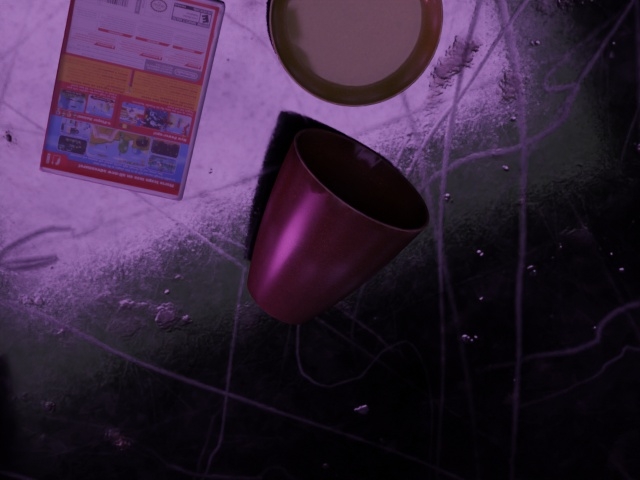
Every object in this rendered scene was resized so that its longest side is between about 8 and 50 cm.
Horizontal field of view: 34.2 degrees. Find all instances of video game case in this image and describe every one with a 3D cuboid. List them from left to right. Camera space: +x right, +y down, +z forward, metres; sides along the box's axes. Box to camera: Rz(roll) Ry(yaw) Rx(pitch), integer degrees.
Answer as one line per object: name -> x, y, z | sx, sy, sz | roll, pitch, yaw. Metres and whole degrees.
video game case -> -0.261, -0.212, 1.436 | 0.204, 0.025, 0.285 | 12, 105, -11

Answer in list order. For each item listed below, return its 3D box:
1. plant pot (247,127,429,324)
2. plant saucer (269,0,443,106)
plant pot -> 0.000, 0.000, 1.455 | 0.215, 0.215, 0.230 | 27, 117, -14
plant saucer -> 0.048, -0.307, 1.438 | 0.240, 0.037, 0.241 | -2, 107, -6
